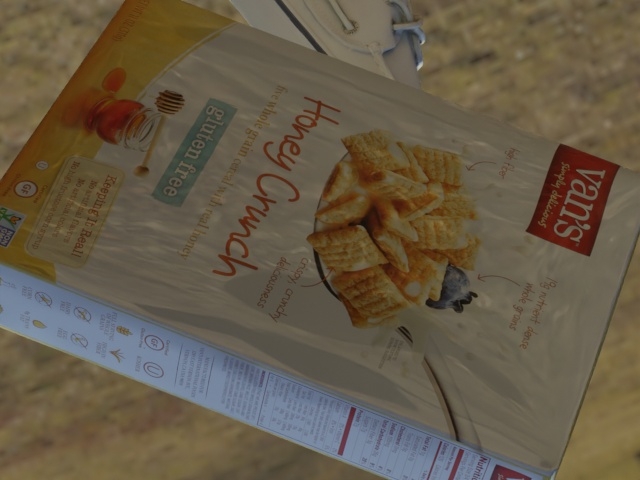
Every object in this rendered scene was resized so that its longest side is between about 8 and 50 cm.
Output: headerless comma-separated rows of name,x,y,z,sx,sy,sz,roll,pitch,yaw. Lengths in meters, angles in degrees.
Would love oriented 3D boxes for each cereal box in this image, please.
cereal box,0.000,0.000,0.798,0.240,0.173,0.047,20,137,6

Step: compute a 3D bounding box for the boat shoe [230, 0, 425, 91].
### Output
boat shoe,0.020,-0.131,1.240,0.088,0.267,0.096,-43,154,7
